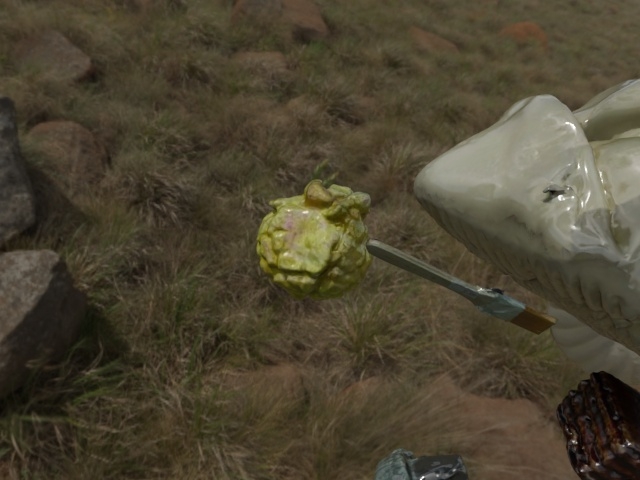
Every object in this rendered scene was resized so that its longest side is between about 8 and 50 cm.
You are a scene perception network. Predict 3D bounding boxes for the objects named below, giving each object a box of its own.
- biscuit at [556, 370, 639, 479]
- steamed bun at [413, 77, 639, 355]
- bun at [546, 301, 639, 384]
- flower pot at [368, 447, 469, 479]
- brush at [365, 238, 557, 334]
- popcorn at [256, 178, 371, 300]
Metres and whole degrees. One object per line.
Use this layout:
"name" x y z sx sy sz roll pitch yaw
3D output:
"biscuit" 0.420 0.273 0.511 0.388 0.073 0.107 31 29 -2
"steamed bun" 0.329 -0.033 0.558 0.342 0.255 0.367 31 6 -41
"bun" 0.548 0.132 0.917 0.263 0.263 0.175 37 7 24
"flower pot" 0.118 0.467 0.778 0.282 0.299 0.299 -22 39 7
"brush" 0.229 0.077 0.866 0.336 0.085 0.020 25 66 6
"popcorn" 0.000 0.000 1.033 0.259 0.259 0.212 26 -2 10
